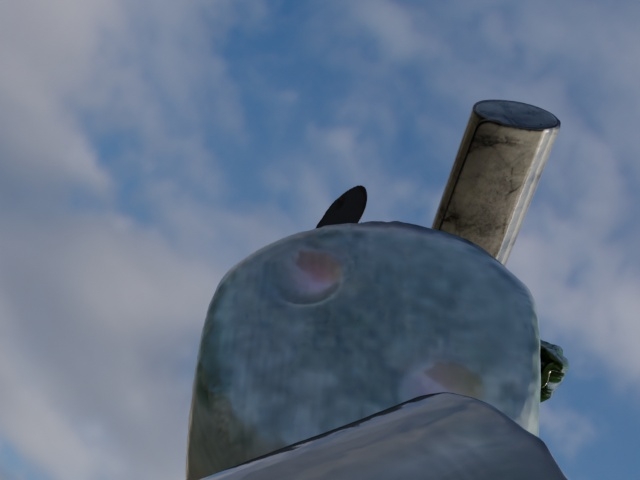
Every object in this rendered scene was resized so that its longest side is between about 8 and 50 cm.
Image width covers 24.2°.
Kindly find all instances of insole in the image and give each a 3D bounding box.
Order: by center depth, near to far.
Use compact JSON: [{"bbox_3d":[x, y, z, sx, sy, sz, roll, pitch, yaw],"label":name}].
[{"bbox_3d":[0.000,0.000,1.699,0.004,0.064,0.188,18,-42,-29],"label":"insole"}]

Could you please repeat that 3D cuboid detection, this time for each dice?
[{"bbox_3d":[0.049,0.201,1.509,0.330,0.348,0.328,4,-47,5],"label":"dice"}]

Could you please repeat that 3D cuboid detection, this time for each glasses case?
[{"bbox_3d":[0.202,-0.037,1.866,0.060,0.114,0.299,-101,-159,-50],"label":"glasses case"}]

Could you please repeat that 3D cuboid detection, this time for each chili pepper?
[{"bbox_3d":[0.256,0.161,1.842,0.253,0.099,0.083,83,-9,-81],"label":"chili pepper"}]

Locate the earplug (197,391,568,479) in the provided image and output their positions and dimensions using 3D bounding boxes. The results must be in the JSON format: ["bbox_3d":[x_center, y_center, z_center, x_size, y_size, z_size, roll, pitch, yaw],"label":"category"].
[{"bbox_3d":[-0.040,0.293,0.922,0.312,0.394,0.313,41,-41,50],"label":"earplug"}]
